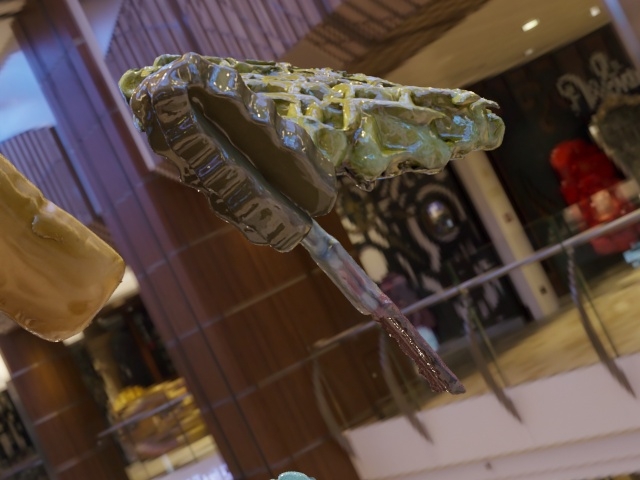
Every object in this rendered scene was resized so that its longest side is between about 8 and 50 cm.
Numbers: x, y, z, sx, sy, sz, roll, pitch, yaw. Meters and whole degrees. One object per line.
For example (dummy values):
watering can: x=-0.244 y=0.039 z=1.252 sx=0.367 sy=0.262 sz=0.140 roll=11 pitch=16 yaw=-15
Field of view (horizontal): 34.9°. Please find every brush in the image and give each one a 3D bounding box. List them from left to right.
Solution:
brush: x=0.000 y=0.000 z=0.658 sx=0.071 sy=0.301 sz=0.084 roll=-50 pitch=21 yaw=-15

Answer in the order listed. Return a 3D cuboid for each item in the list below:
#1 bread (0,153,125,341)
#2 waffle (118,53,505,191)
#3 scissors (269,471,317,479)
bread: x=-0.334 y=-0.015 z=1.000 sx=0.142 sy=0.305 sz=0.091 roll=-34 pitch=24 yaw=32
waffle: x=-0.006 y=-0.119 z=0.916 sx=0.317 sy=0.073 sz=0.297 roll=-13 pitch=27 yaw=-39
scissors: x=0.084 y=0.282 z=0.608 sx=0.180 sy=0.393 sz=0.032 roll=-30 pitch=-36 yaw=-18
